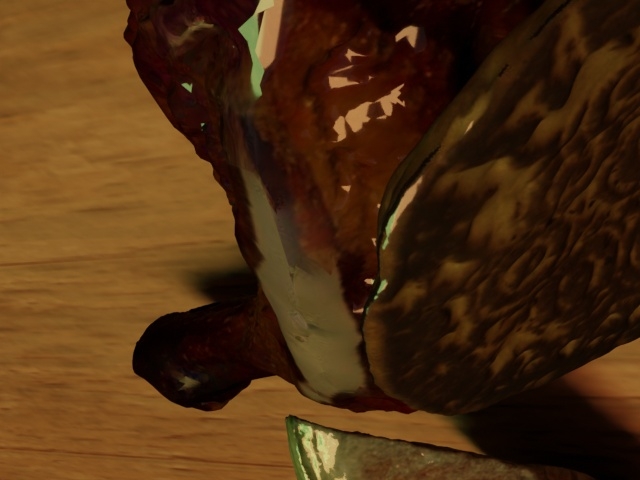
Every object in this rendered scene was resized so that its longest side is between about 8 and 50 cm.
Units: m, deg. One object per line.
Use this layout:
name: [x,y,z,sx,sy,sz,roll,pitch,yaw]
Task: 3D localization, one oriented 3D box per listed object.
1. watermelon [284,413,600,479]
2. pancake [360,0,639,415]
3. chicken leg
watermelon: [0.052,0.103,0.726,0.180,0.081,0.094,11,146,-39]
pancake: [0.082,-0.023,0.498,0.020,0.184,0.190,50,128,28]
chicken leg: [0.000,0.000,0.617,0.158,0.096,0.407,32,157,6]
